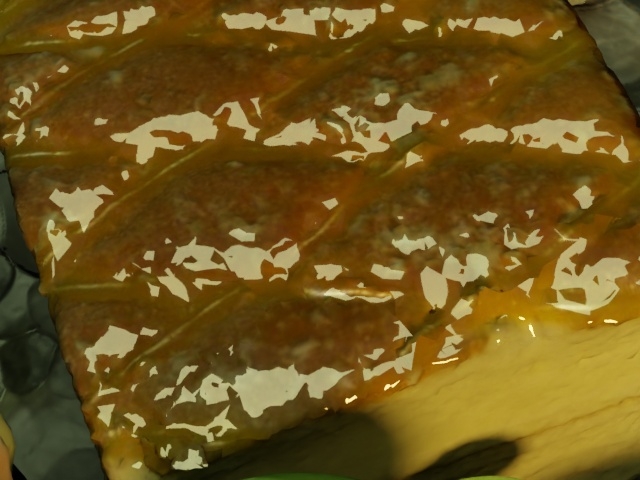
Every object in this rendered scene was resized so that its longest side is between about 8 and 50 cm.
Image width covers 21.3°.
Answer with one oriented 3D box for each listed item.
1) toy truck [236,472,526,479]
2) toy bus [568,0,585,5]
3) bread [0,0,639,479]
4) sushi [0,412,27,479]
[{"bbox_3d":[0.028,0.182,0.639,0.210,0.148,0.187,7,61,-42],"label":"toy truck"},{"bbox_3d":[0.053,-0.191,0.974,0.265,0.120,0.121,-4,56,1],"label":"toy bus"},{"bbox_3d":[0.000,0.000,0.797,0.279,0.207,0.279,-21,58,-9],"label":"bread"},{"bbox_3d":[-0.264,0.149,0.665,0.329,0.285,0.328,-37,61,-18],"label":"sushi"}]
